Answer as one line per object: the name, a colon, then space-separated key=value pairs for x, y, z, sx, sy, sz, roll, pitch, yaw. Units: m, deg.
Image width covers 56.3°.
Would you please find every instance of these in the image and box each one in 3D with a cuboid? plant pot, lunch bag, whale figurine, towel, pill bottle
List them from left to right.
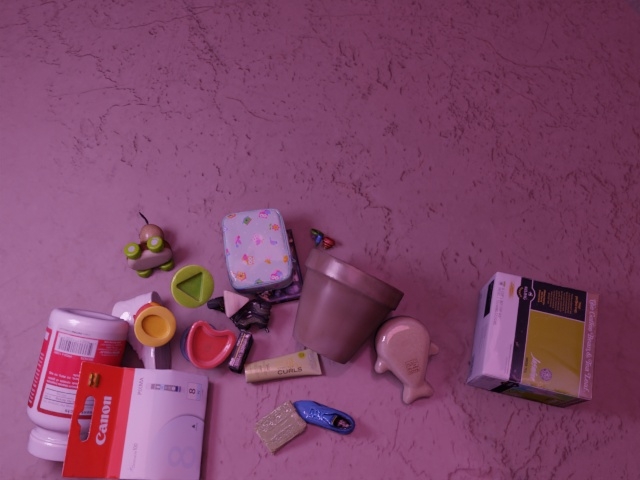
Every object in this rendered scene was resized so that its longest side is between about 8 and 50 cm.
pill bottle: x=-0.721 y=0.418 z=1.760 sx=0.228 sy=0.229 sz=0.408 roll=12 pitch=85 yaw=4
lunch bag: x=-0.201 y=0.040 z=1.966 sx=0.223 sy=0.108 sz=0.279 roll=-9 pitch=69 yaw=-7
towel: x=-0.124 y=0.568 z=1.826 sx=0.148 sy=0.027 sz=0.110 roll=-39 pitch=73 yaw=4
plant pot: x=0.054 y=0.216 z=1.862 sx=0.323 sy=0.323 sz=0.281 roll=27 pitch=86 yaw=10
whale figurine: x=0.268 y=0.370 z=1.890 sx=0.216 sy=0.141 sz=0.272 roll=-19 pitch=94 yaw=-8

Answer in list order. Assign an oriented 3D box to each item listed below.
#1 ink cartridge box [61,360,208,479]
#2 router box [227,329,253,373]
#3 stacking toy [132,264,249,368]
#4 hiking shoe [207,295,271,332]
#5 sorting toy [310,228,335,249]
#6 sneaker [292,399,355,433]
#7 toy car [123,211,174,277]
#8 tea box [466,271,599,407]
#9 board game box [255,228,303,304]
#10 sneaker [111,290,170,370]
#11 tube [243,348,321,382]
ink cartridge box: x=-0.506 y=0.518 z=1.699 sx=0.091 sy=0.384 sz=0.308 roll=-17 pitch=62 yaw=40
router box: x=-0.251 y=0.354 z=1.893 sx=0.038 sy=0.092 sz=0.123 roll=17 pitch=69 yaw=6
stacking toy: x=-0.400 y=0.228 z=1.850 sx=0.309 sy=0.130 sz=0.280 roll=35 pitch=78 yaw=-26
hiking shoe: x=-0.270 y=0.243 z=1.938 sx=0.226 sy=0.086 sz=0.114 roll=5 pitch=93 yaw=20
sorting toy: x=0.000 y=0.000 z=2.066 sx=0.102 sy=0.061 sz=0.042 roll=31 pitch=105 yaw=19
sneaker: x=0.007 y=0.535 z=1.830 sx=0.209 sy=0.082 sz=0.069 roll=16 pitch=71 yaw=7
toy car: x=-0.584 y=0.000 z=2.008 sx=0.148 sy=0.155 sz=0.189 roll=-17 pitch=60 yaw=-7
tea box: x=0.654 y=0.311 z=1.852 sx=0.323 sy=0.220 sz=0.329 roll=13 pitch=69 yaw=6
board game box: x=-0.153 y=0.092 z=2.026 sx=0.164 sy=0.042 sz=0.244 roll=-12 pitch=69 yaw=-5
sneaker: x=-0.583 y=0.323 z=1.909 sx=0.169 sy=0.108 sz=0.293 roll=-14 pitch=72 yaw=9
tube: x=-0.122 y=0.399 z=1.897 sx=0.240 sy=0.062 sz=0.070 roll=-7 pitch=105 yaw=-11
